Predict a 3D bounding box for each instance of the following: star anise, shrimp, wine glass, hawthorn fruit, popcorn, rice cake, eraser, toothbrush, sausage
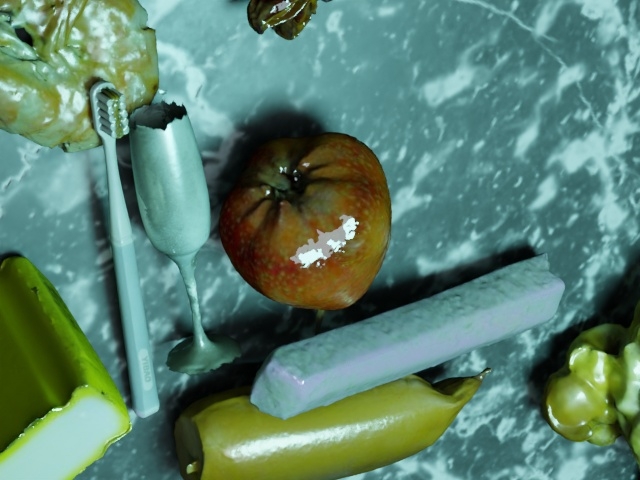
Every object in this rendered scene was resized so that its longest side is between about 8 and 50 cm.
[{"bbox_3d":[-0.001,-0.255,1.176,0.191,0.070,0.097,-51,149,1],"label":"star anise"},{"bbox_3d":[-0.253,-0.163,1.096,0.294,0.062,0.154,15,100,-41],"label":"shrimp"},{"bbox_3d":[-0.122,-0.003,1.211,0.074,0.074,0.262,-18,123,-16],"label":"wine glass"},{"bbox_3d":[0.000,0.000,1.248,0.162,0.163,0.203,-38,148,-5],"label":"hawthorn fruit"},{"bbox_3d":[0.398,0.155,1.444,0.332,0.225,0.265,-18,94,13],"label":"popcorn"},{"bbox_3d":[0.096,0.091,1.327,0.365,0.056,0.073,-16,145,-30],"label":"rice cake"},{"bbox_3d":[-0.260,0.121,1.130,0.158,0.226,0.069,-41,130,-3],"label":"eraser"},{"bbox_3d":[-0.168,0.018,1.210,0.025,0.030,0.342,-24,130,-30],"label":"toothbrush"},{"bbox_3d":[0.022,0.177,1.346,0.328,0.112,0.112,-9,115,-21],"label":"sausage"}]
